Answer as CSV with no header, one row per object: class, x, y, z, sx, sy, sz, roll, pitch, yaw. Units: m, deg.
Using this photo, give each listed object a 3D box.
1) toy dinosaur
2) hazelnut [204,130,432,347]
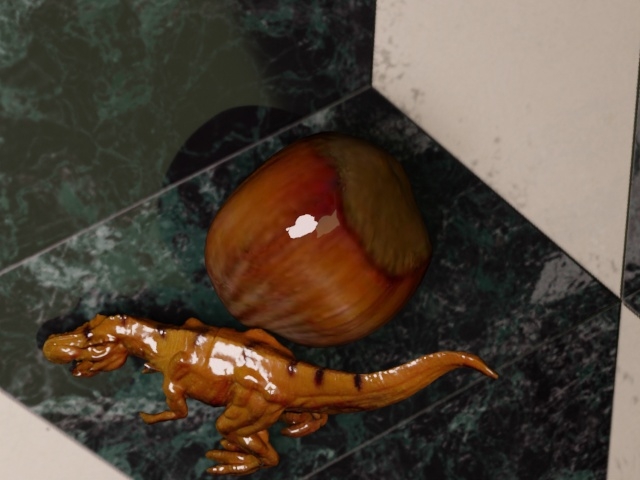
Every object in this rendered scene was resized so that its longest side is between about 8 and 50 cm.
toy dinosaur,-0.039,0.141,1.589,0.432,0.097,0.208,2,142,13
hazelnut,-0.004,-0.006,1.586,0.210,0.210,0.186,23,65,-23
